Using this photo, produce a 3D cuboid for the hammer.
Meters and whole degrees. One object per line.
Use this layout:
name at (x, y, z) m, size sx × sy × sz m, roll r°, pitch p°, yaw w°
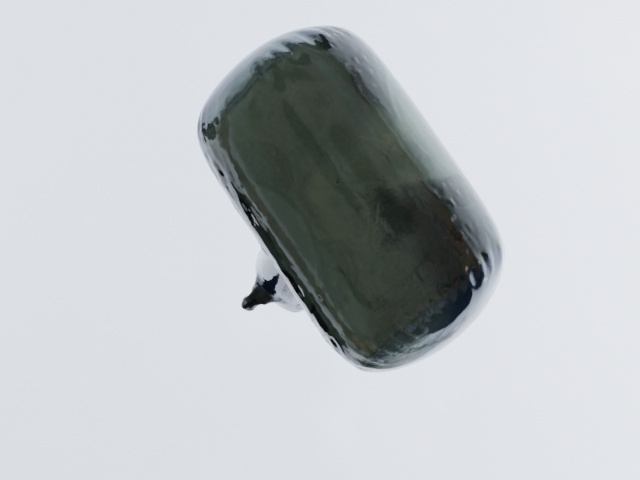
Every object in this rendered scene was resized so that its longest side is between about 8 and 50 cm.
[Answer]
hammer at (0.000, 0.000, 0.617) m, size 0.069 × 0.194 × 0.116 m, roll -34°, pitch -96°, yaw -16°
